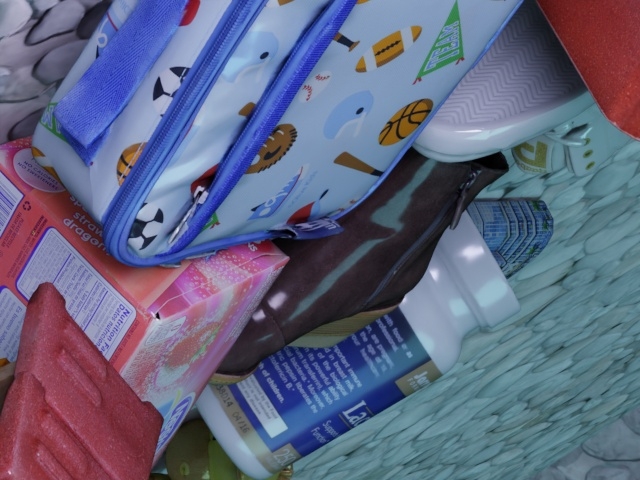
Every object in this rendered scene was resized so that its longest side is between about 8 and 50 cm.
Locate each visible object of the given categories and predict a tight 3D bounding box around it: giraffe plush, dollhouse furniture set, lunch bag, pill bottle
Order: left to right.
[{"bbox_3d":[-0.263,0.052,1.018,0.201,0.152,0.374,-22,122,19],"label":"dollhouse furniture set"},{"bbox_3d":[-0.096,0.243,1.965,0.210,0.181,0.170,-11,135,-21],"label":"giraffe plush"},{"bbox_3d":[-0.015,-0.112,1.079,0.243,0.115,0.303,-12,144,-50],"label":"lunch bag"},{"bbox_3d":[0.021,0.069,1.639,0.264,0.153,0.153,-31,163,4],"label":"pill bottle"}]

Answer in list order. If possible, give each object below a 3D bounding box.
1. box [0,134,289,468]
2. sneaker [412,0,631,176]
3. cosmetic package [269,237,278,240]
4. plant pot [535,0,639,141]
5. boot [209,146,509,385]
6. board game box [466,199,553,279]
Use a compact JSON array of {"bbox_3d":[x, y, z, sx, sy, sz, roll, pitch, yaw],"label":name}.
[{"bbox_3d":[-0.171,0.082,1.251,0.142,0.154,0.300,-24,152,-53],"label":"box"},{"bbox_3d":[0.150,-0.089,1.337,0.292,0.108,0.169,-34,150,-36],"label":"sneaker"},{"bbox_3d":[-0.058,0.005,1.489,0.239,0.060,0.099,-37,162,23],"label":"cosmetic package"},{"bbox_3d":[0.297,-0.177,1.136,0.267,0.267,0.236,19,115,-21],"label":"plant pot"},{"bbox_3d":[0.000,0.000,1.365,0.207,0.090,0.248,-48,156,27],"label":"boot"},{"bbox_3d":[0.103,0.040,1.840,0.194,0.060,0.194,-40,161,30],"label":"board game box"}]
